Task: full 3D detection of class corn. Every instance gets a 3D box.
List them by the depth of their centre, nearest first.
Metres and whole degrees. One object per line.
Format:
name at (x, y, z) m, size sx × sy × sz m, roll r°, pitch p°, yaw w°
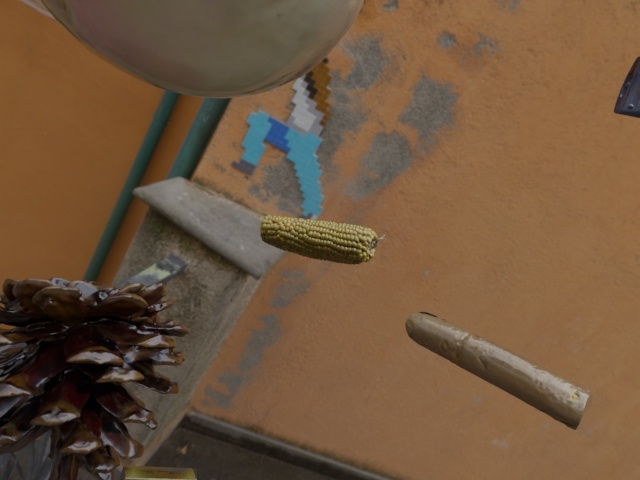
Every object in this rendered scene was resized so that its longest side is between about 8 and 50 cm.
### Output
corn at (0.000, 0.000, 1.105) m, size 0.310 × 0.101 × 0.101 m, roll 7°, pitch 16°, yaw 12°

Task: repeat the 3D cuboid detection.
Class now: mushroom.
mushroom at (-0.113, -0.294, 0.378) m, size 0.315 × 0.315 × 0.356 m, roll -106°, pitch 178°, yaw -61°

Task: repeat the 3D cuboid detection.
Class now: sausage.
sausage at (0.255, 0.184, 0.696) m, size 0.066 × 0.065 × 0.301 m, roll 12°, pitch 6°, yaw -44°

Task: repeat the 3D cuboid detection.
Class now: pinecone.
pinecone at (-0.414, 0.245, 0.766) m, size 0.384 × 0.384 × 0.384 m, roll 28°, pitch 21°, yaw -12°

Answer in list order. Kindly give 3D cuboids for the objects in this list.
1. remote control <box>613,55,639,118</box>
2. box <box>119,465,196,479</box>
remote control at (0.307, -0.101, 0.336) m, size 0.153 × 0.043 × 0.027 m, roll 14°, pitch 28°, yaw 6°
box at (-0.367, 0.612, 0.951) m, size 0.159 × 0.240 × 0.071 m, roll 16°, pitch -7°, yaw -22°
